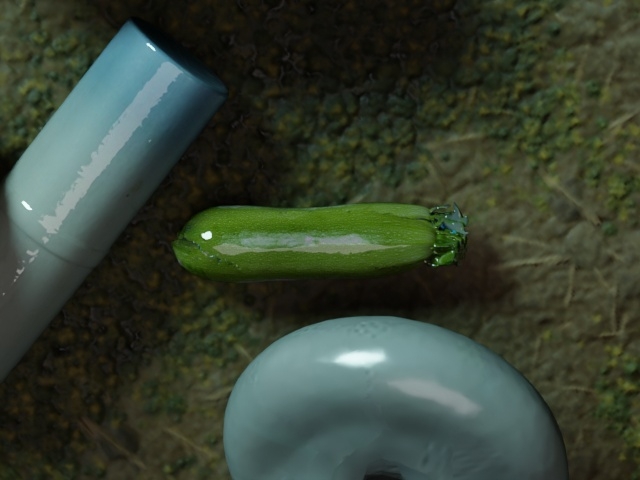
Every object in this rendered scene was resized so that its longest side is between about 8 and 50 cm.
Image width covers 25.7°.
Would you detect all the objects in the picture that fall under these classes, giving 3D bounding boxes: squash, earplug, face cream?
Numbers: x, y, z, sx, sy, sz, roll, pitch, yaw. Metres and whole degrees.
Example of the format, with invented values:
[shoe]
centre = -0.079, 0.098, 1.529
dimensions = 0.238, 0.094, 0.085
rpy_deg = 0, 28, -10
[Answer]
[squash]
centre = 0.000, 0.000, 0.865
dimensions = 0.183, 0.052, 0.052
rpy_deg = -3, 105, -3
[earplug]
centre = 0.019, 0.197, 0.853
dimensions = 0.214, 0.175, 0.325
rpy_deg = 22, 103, -1
[face cream]
centre = -0.159, -0.014, 0.839
dimensions = 0.077, 0.077, 0.250
rpy_deg = 38, 102, -11
